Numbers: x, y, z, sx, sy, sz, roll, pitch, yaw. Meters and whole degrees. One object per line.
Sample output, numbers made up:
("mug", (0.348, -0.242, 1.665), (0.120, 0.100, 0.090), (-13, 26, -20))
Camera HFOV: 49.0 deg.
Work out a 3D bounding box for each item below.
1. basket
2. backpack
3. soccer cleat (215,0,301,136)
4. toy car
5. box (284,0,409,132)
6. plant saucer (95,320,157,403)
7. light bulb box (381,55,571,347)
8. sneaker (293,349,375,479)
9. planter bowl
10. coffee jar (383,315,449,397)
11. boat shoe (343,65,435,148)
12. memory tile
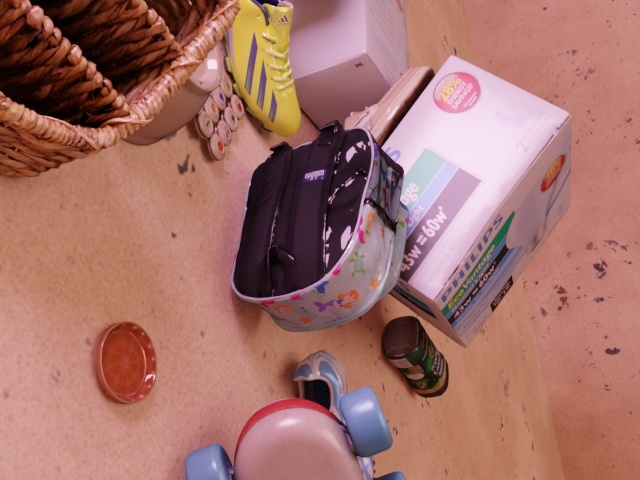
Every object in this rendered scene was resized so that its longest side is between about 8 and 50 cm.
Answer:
("basket", (-0.240, -0.208, 0.552), (0.299, 0.222, 0.214), (53, 34, -42))
("backpack", (0.000, 0.000, 0.946), (0.191, 0.225, 0.254), (48, 41, -37))
("soccer cleat", (-0.083, -0.290, 1.033), (0.289, 0.121, 0.093), (67, 27, -21))
("toy car", (-0.026, 0.265, 0.853), (0.238, 0.219, 0.210), (-126, -164, -79))
("box", (0.050, -0.390, 1.305), (0.215, 0.168, 0.346), (41, 42, -51))
("plant saucer", (-0.198, 0.124, 0.715), (0.083, 0.013, 0.084), (38, 46, -53))
("light bulb box", (0.240, -0.048, 1.210), (0.358, 0.225, 0.361), (-53, 154, -4))
("sneaker", (0.014, 0.278, 1.011), (0.086, 0.085, 0.237), (-25, 102, -47))
("planter bowl", (-0.182, -0.201, 0.800), (0.162, 0.109, 0.162), (38, 46, -53))
("coffee jar", (0.194, 0.235, 1.395), (0.184, 0.079, 0.096), (52, 34, -42))
("boat shoe", (0.078, -0.176, 1.162), (0.302, 0.098, 0.109), (-54, 154, -5))
("memory tile", (-0.145, -0.188, 0.964), (0.148, 0.012, 0.113), (-77, 148, -50))
